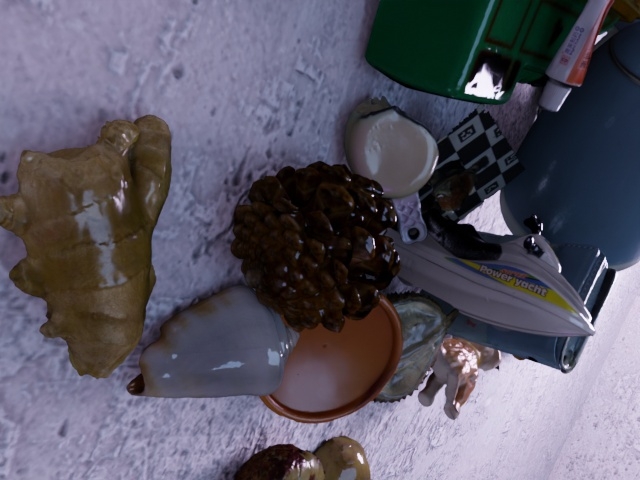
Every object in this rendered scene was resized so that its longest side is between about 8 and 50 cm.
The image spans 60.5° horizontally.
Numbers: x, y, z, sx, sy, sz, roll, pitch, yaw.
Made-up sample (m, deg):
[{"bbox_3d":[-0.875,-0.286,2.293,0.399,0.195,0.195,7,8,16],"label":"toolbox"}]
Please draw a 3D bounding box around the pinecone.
[{"bbox_3d":[0.000,0.000,0.513,0.173,0.173,0.174,-27,130,-37],"label":"pinecone"}]

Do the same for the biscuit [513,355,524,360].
[{"bbox_3d":[0.563,0.163,1.333,0.290,0.062,0.237,-7,117,-47],"label":"biscuit"}]

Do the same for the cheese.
[{"bbox_3d":[0.090,-0.077,0.602,0.092,0.047,0.171,-35,112,10],"label":"cheese"}]

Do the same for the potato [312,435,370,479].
[{"bbox_3d":[0.012,0.399,0.828,0.200,0.081,0.164,-60,142,-7],"label":"potato"}]

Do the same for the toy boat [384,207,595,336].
[{"bbox_3d":[0.194,0.031,0.661,0.140,0.269,0.141,-15,109,-50],"label":"toy boat"}]

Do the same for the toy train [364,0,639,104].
[{"bbox_3d":[0.205,-0.266,0.574,0.429,0.178,0.249,-8,124,-46],"label":"toy train"}]

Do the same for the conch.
[{"bbox_3d":[-0.098,0.105,0.540,0.176,0.094,0.104,1,128,-21],"label":"conch"}]

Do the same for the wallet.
[{"bbox_3d":[0.263,0.074,0.777,0.075,0.250,0.176,43,71,-30],"label":"wallet"}]

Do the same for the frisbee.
[{"bbox_3d":[0.009,0.133,0.660,0.192,0.035,0.192,-7,112,-17],"label":"frisbee"}]

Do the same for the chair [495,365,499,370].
[{"bbox_3d":[0.368,0.251,1.181,0.042,0.037,0.086,-36,133,-47],"label":"chair"}]

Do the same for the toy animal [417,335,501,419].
[{"bbox_3d":[0.250,0.185,0.959,0.185,0.104,0.184,-27,123,-31],"label":"toy animal"}]

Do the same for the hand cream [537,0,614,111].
[{"bbox_3d":[0.268,-0.224,0.518,0.052,0.038,0.216,-49,162,-56],"label":"hand cream"}]

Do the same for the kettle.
[{"bbox_3d":[0.407,-0.173,0.782,0.247,0.319,0.342,-11,144,-9],"label":"kettle"}]

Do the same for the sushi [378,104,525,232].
[{"bbox_3d":[0.158,-0.083,0.718,0.192,0.040,0.210,-41,148,20],"label":"sushi"}]

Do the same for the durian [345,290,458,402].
[{"bbox_3d":[0.105,0.130,0.753,0.188,0.091,0.148,-23,109,-11],"label":"durian"}]

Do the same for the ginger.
[{"bbox_3d":[-0.162,0.008,0.386,0.115,0.081,0.205,-32,134,-79],"label":"ginger"}]

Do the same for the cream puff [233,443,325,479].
[{"bbox_3d":[-0.061,0.319,0.689,0.149,0.084,0.149,-33,136,-37],"label":"cream puff"}]
